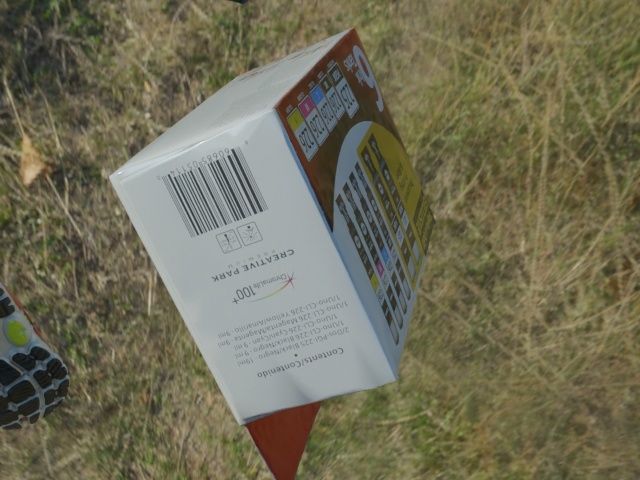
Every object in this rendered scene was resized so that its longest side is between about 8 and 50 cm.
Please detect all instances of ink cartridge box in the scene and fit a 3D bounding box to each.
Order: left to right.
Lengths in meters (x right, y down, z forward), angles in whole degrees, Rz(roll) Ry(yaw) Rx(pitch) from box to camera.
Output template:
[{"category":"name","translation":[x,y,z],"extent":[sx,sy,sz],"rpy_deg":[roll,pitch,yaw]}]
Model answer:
[{"category":"ink cartridge box","translation":[0.000,0.000,0.793],"extent":[0.130,0.309,0.272],"rpy_deg":[-19,107,19]}]

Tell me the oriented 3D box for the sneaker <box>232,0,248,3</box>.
[{"category":"sneaker","translation":[-0.071,-0.171,0.617],"extent":[0.035,0.083,0.031],"rpy_deg":[32,104,27]}]

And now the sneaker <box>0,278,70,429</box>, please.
[{"category":"sneaker","translation":[-0.366,0.101,1.112],"extent":[0.107,0.279,0.118],"rpy_deg":[-23,45,-15]}]
